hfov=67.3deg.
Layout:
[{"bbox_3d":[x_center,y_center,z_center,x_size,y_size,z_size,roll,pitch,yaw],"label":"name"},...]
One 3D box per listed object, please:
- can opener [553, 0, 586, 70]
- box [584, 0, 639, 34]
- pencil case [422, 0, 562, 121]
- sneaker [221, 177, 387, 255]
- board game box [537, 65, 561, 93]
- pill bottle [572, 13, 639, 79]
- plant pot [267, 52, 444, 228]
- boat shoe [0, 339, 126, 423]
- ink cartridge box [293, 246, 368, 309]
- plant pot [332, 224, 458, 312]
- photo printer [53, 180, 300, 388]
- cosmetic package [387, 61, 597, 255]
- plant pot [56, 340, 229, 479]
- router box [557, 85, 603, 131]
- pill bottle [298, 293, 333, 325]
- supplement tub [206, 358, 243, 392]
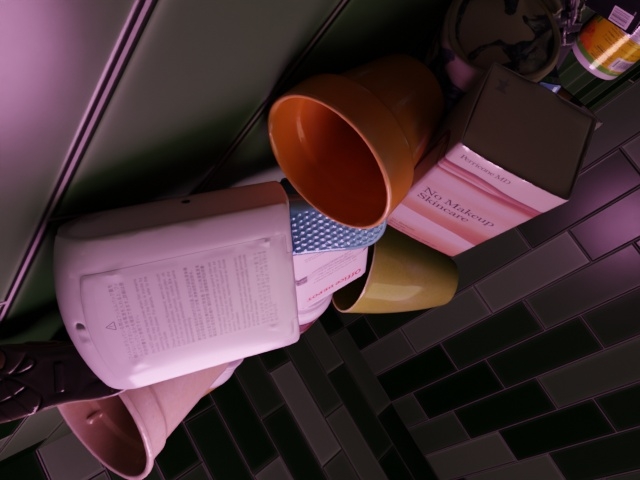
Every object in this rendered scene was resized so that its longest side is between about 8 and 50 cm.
[{"bbox_3d":[0.449,-0.401,0.933,0.093,0.074,0.280,1,176,18],"label":"can opener"},{"bbox_3d":[0.495,-0.440,0.666,0.184,0.103,0.261,-48,165,11],"label":"box"},{"bbox_3d":[0.227,-0.228,0.801,0.183,0.160,0.410,-40,171,-15],"label":"pencil case"},{"bbox_3d":[-0.057,-0.069,0.827,0.318,0.208,0.127,0,123,-3],"label":"sneaker"},{"bbox_3d":[0.338,-0.273,0.809,0.035,0.201,0.136,10,147,-2],"label":"board game box"},{"bbox_3d":[0.675,-0.473,1.010,0.136,0.136,0.246,-25,166,-33],"label":"pill bottle"},{"bbox_3d":[0.065,-0.153,0.654,0.188,0.205,0.205,-44,175,-26],"label":"plant pot"},{"bbox_3d":[-0.471,0.225,0.798,0.323,0.123,0.120,2,173,-24],"label":"boat shoe"},{"bbox_3d":[0.000,0.000,1.049,0.198,0.115,0.273,-28,146,-21],"label":"ink cartridge box"},{"bbox_3d":[0.214,0.083,1.310,0.293,0.275,0.275,13,149,-18],"label":"plant pot"},{"bbox_3d":[-0.188,0.064,0.666,0.307,0.107,0.256,-13,119,-17],"label":"photo printer"},{"bbox_3d":[0.214,-0.091,0.688,0.129,0.153,0.296,-63,-178,-18],"label":"cosmetic package"},{"bbox_3d":[-0.386,0.299,1.097,0.334,0.334,0.305,-42,176,40],"label":"plant pot"},{"bbox_3d":[0.581,-0.269,1.329,0.309,0.081,0.243,-51,-162,29],"label":"router box"},{"bbox_3d":[-0.085,0.139,1.351,0.224,0.224,0.392,-28,169,-18],"label":"pill bottle"},{"bbox_3d":[-0.400,0.367,1.461,0.316,0.228,0.228,-37,167,26],"label":"supplement tub"}]
